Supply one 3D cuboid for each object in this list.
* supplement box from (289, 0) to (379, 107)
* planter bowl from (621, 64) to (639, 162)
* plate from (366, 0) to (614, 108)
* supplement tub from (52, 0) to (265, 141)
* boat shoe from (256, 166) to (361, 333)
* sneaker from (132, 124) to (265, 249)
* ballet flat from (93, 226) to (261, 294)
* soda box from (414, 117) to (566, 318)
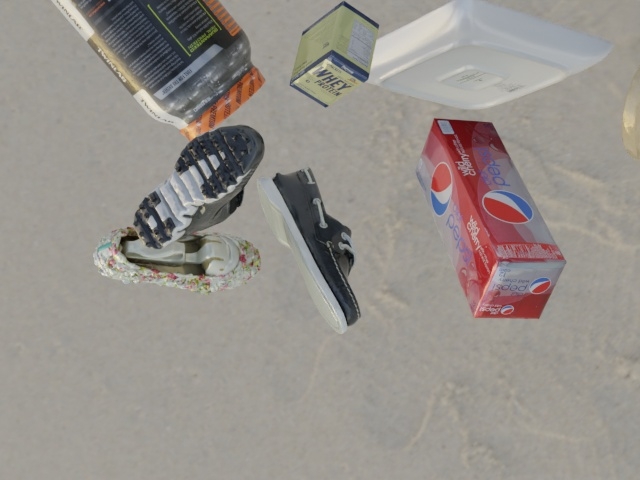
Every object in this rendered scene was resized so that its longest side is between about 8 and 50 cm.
[{"bbox_3d":[0.016,-0.215,1.239,0.083,0.056,0.083,-28,42,48],"label":"supplement box"},{"bbox_3d":[0.275,-0.083,0.720,0.109,0.162,0.162,30,120,41],"label":"planter bowl"},{"bbox_3d":[0.207,-0.238,1.457,0.277,0.278,0.045,-17,69,54],"label":"plate"},{"bbox_3d":[-0.255,-0.336,1.710,0.207,0.207,0.338,-29,106,38],"label":"supplement tub"},{"bbox_3d":[0.000,0.000,1.486,0.114,0.091,0.302,82,164,-50],"label":"boat shoe"},{"bbox_3d":[-0.126,-0.071,1.273,0.234,0.106,0.078,-39,77,41],"label":"sneaker"},{"bbox_3d":[-0.180,0.024,1.431,0.077,0.241,0.091,-36,59,58],"label":"ballet flat"},{"bbox_3d":[0.190,-0.030,1.246,0.263,0.084,0.092,-106,25,-47],"label":"soda box"}]
